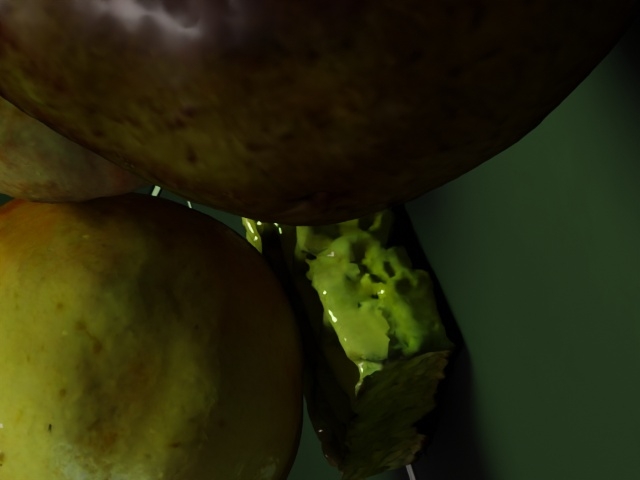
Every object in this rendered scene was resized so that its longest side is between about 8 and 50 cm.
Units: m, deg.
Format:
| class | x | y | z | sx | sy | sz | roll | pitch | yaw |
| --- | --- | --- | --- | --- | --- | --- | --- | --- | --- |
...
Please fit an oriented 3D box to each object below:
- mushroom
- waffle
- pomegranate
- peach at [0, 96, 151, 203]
| class | x | y | z | sx | sy | sz | roll | pitch | yaw |
| --- | --- | --- | --- | --- | --- | --- | --- | --- | --- |
| mushroom | -0.021 | -0.162 | 0.443 | 0.267 | 0.267 | 0.254 | 91 | -168 | -54 |
| waffle | 0.000 | 0.000 | 0.846 | 0.160 | 0.055 | 0.211 | 97 | 154 | -63 |
| pomegranate | -0.106 | 0.068 | 0.806 | 0.209 | 0.209 | 0.209 | 163 | 90 | -78 |
| peach | -0.101 | -0.147 | 0.718 | 0.232 | 0.232 | 0.257 | -135 | 39 | -66 |
